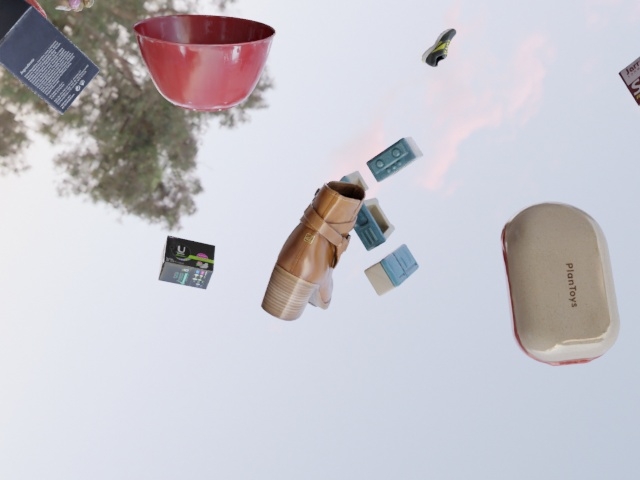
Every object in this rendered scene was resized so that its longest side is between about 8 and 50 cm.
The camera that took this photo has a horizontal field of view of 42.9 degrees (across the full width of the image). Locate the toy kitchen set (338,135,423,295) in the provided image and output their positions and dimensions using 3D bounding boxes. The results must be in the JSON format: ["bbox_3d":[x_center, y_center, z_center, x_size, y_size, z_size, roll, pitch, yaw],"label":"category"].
[{"bbox_3d":[0.128,-0.044,1.373,0.166,0.207,0.122,-32,180,28],"label":"toy kitchen set"}]

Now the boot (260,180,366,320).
[{"bbox_3d":[0.000,0.000,1.325,0.220,0.109,0.283,-63,167,12],"label":"boot"}]

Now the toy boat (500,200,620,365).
[{"bbox_3d":[0.323,0.062,1.161,0.151,0.151,0.231,133,-47,-75],"label":"toy boat"}]

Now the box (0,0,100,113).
[{"bbox_3d":[-0.432,-0.286,1.179,0.156,0.158,0.093,36,-95,31],"label":"box"}]

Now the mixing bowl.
[{"bbox_3d":[-0.148,-0.226,1.050,0.181,0.182,0.098,-131,-141,-56],"label":"mixing bowl"}]

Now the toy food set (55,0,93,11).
[{"bbox_3d":[-0.438,-0.462,1.542,0.122,0.019,0.078,-27,-174,15],"label":"toy food set"}]

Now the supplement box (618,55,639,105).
[{"bbox_3d":[0.614,-0.281,1.329,0.130,0.239,0.073,-45,-120,45],"label":"supplement box"}]

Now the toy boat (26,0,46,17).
[{"bbox_3d":[-0.673,-0.429,1.493,0.148,0.318,0.267,42,-51,39],"label":"toy boat"}]

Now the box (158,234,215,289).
[{"bbox_3d":[-0.222,0.037,1.357,0.062,0.083,0.052,-94,-157,-44],"label":"box"}]

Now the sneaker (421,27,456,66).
[{"bbox_3d":[0.226,-0.354,1.507,0.083,0.031,0.035,-49,-117,9],"label":"sneaker"}]
